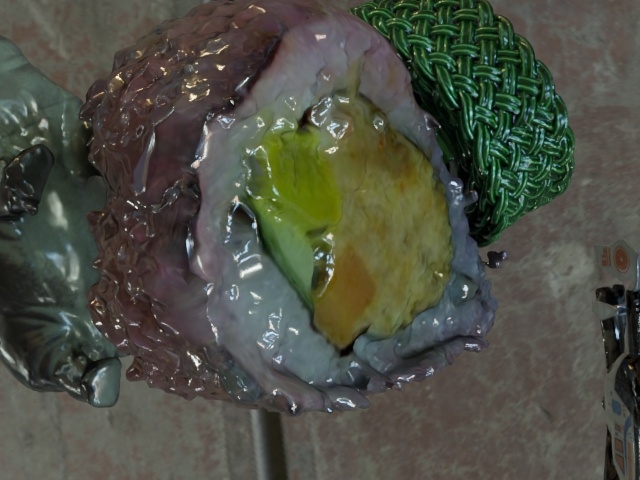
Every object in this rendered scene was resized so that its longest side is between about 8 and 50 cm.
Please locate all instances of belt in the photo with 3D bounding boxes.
[{"bbox_3d":[0.057,-0.066,0.485,0.079,0.121,0.151,-30,67,-13],"label":"belt"}]

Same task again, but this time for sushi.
[{"bbox_3d":[-0.001,-0.020,0.409,0.107,0.241,0.161,4,96,38],"label":"sushi"}]

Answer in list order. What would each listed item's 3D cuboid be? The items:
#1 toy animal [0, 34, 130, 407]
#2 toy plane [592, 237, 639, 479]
[{"bbox_3d":[-0.201,-0.059,0.594,0.168,0.106,0.343,-15,103,48],"label":"toy animal"},{"bbox_3d":[0.207,0.096,0.607,0.053,0.078,0.197,-8,94,-15],"label":"toy plane"}]
